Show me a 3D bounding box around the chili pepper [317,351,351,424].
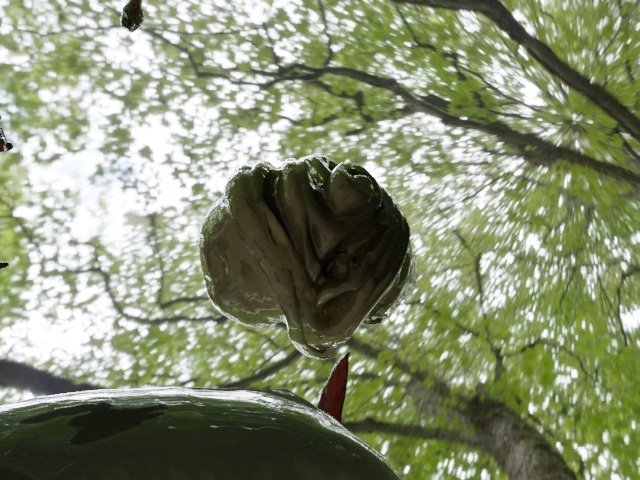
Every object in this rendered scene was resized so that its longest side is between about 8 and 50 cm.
[{"bbox_3d":[0.013,0.311,1.476,0.051,0.059,0.267,8,-85,-4],"label":"chili pepper"}]

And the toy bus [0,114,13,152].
[{"bbox_3d":[-0.564,-0.176,1.498,0.077,0.192,0.065,-20,-73,-19],"label":"toy bus"}]

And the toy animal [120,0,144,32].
[{"bbox_3d":[-0.056,-0.296,0.586,0.097,0.157,0.312,18,-100,8],"label":"toy animal"}]

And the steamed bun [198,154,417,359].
[{"bbox_3d":[0.000,0.000,1.425,0.352,0.339,0.247,41,-43,-5],"label":"steamed bun"}]

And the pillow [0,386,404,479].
[{"bbox_3d":[-0.079,0.120,0.383,0.144,0.254,0.078,42,-56,47],"label":"pillow"}]

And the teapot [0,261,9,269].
[{"bbox_3d":[-0.613,0.057,1.601,0.121,0.068,0.076,-21,-113,20],"label":"teapot"}]
